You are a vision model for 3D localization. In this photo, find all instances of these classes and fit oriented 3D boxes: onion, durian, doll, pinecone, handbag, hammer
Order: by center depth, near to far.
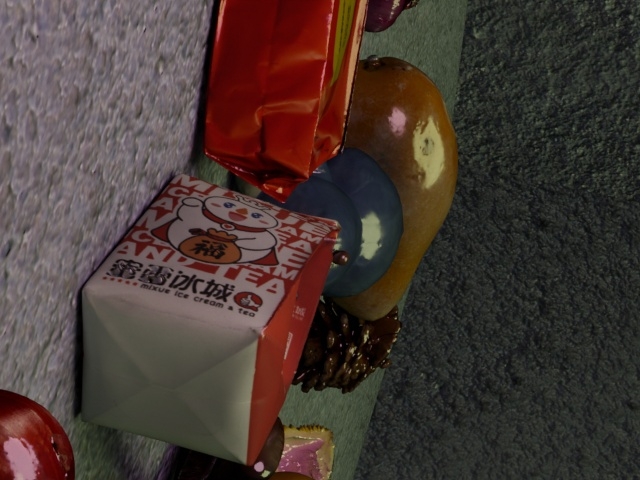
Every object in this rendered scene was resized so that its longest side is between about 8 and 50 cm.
[{"bbox_3d":[-0.200,0.145,0.740,0.131,0.131,0.131,13,90,-81],"label":"onion"},{"bbox_3d":[-0.085,0.050,1.155,0.298,0.171,0.151,-59,159,-58],"label":"handbag"},{"bbox_3d":[-0.104,0.249,1.279,0.409,0.095,0.242,117,-6,-61],"label":"hammer"},{"bbox_3d":[0.001,-0.018,1.517,0.258,0.154,0.228,-24,124,-64],"label":"doll"},{"bbox_3d":[0.090,-0.351,1.841,0.115,0.104,0.115,-171,-90,-79],"label":"onion"},{"bbox_3d":[0.018,0.146,1.899,0.179,0.195,0.150,-51,-124,46],"label":"pinecone"},{"bbox_3d":[-0.043,0.365,1.971,0.165,0.132,0.182,111,-16,-73],"label":"durian"}]

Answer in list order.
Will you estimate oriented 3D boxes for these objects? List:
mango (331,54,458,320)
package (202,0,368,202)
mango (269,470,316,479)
[{"bbox_3d":[0.073,-0.071,1.747,0.199,0.221,0.384,-70,163,-62],"label":"mango"},{"bbox_3d":[-0.017,-0.255,1.267,0.196,0.123,0.424,-56,157,-71],"label":"package"},{"bbox_3d":[-0.076,0.484,1.678,0.264,0.221,0.378,-60,170,-70],"label":"mango"}]
